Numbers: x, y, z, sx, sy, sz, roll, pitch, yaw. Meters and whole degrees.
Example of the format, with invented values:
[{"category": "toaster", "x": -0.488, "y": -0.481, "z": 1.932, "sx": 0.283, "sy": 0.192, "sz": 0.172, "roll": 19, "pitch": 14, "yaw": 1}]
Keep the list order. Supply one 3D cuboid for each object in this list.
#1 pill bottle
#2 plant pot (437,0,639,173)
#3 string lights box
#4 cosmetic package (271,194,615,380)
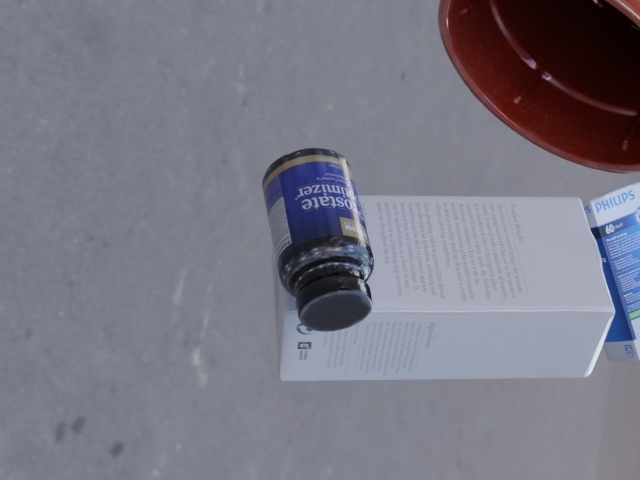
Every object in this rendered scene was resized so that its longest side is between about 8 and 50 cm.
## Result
[{"category": "pill bottle", "x": 0.000, "y": 0.000, "z": 1.471, "sx": 0.123, "sy": 0.123, "sz": 0.219, "roll": 63, "pitch": 12, "yaw": -55}, {"category": "plant pot", "x": 0.301, "y": -0.253, "z": 1.130, "sx": 0.265, "sy": 0.272, "sz": 0.272, "roll": -52, "pitch": 148, "yaw": -20}, {"category": "string lights box", "x": 0.486, "y": 0.047, "z": 1.816, "sx": 0.133, "sy": 0.077, "sz": 0.259, "roll": -19, "pitch": 92, "yaw": -28}, {"category": "cosmetic package", "x": 0.162, "y": 0.065, "z": 1.655, "sx": 0.161, "sy": 0.453, "sz": 0.230, "roll": 96, "pitch": -8, "yaw": -46}]
